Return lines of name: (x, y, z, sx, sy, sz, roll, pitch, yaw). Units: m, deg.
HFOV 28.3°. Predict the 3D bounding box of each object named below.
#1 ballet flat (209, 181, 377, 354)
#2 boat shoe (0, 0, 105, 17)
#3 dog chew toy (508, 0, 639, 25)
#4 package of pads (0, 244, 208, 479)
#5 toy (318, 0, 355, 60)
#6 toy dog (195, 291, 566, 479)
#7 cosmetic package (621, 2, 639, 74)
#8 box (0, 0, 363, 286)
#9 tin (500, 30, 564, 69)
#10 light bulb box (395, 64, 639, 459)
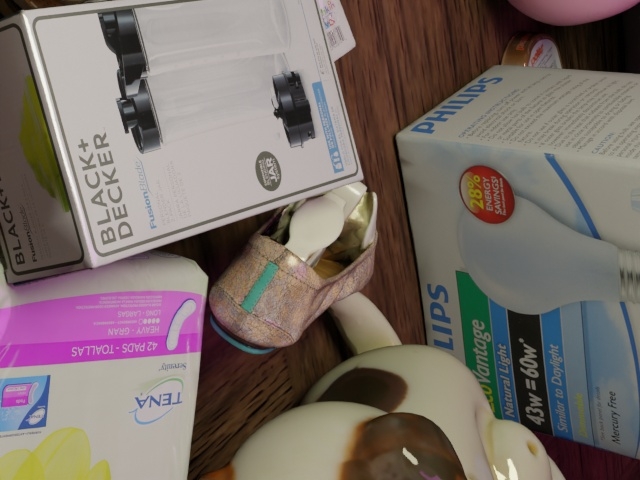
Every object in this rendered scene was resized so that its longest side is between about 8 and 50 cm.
ballet flat: (0.000, 0.000, 1.083, 0.106, 0.108, 0.316, -62, 178, 22)
boat shoe: (-0.107, -0.261, 0.920, 0.302, 0.103, 0.113, -51, 119, -23)
dog chew toy: (0.259, -0.406, 1.362, 0.207, 0.207, 0.331, -40, 121, -42)
package of pads: (-0.198, 0.150, 0.934, 0.229, 0.101, 0.296, 2, 96, -53)
toy: (-0.070, -0.234, 1.052, 0.137, 0.056, 0.237, -38, 116, -27)
toy dog: (0.064, 0.228, 1.100, 0.408, 0.285, 0.395, 4, 78, -72)
cosmetic package: (0.566, -0.307, 1.553, 0.393, 0.330, 0.327, -92, 172, -65)
box: (-0.104, -0.085, 0.898, 0.290, 0.087, 0.169, -19, 97, -49)
tin: (0.269, -0.169, 1.557, 0.106, 0.040, 0.189, -55, 137, -38)
light bulb box: (0.305, 0.019, 1.370, 0.225, 0.361, 0.357, -36, 125, -42)
